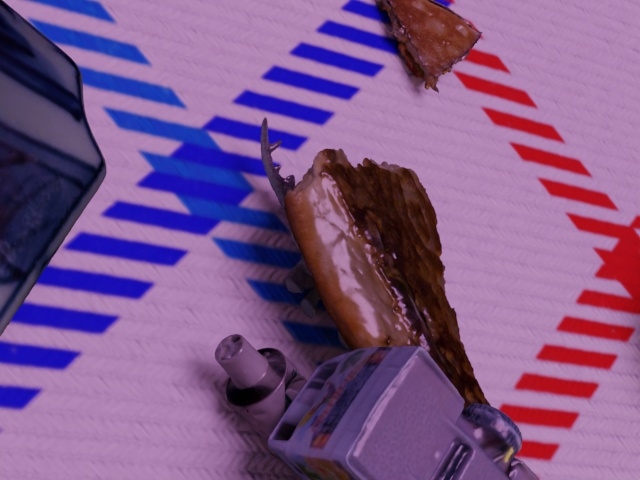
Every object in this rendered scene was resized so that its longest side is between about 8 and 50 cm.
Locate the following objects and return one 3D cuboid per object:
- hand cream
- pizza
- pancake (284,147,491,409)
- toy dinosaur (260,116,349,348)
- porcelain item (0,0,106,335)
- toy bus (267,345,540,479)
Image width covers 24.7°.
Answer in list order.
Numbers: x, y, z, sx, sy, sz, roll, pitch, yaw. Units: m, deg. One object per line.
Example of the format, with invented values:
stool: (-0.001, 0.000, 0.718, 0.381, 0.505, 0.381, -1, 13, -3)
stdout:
hand cream: (0.016, 0.147, 1.068, 0.257, 0.050, 0.084, 37, 52, -30)
pizza: (0.086, -0.186, 1.292, 0.099, 0.029, 0.100, 42, 47, -4)
pancake: (0.061, 0.032, 1.129, 0.266, 0.057, 0.244, 58, 22, -20)
toy dinosaur: (-0.002, 0.000, 1.123, 0.082, 0.039, 0.209, -40, 108, -50)
porcelain item: (-0.288, -0.049, 0.850, 0.281, 0.157, 0.286, 41, 49, -14)
toy bus: (0.110, 0.213, 1.017, 0.330, 0.136, 0.109, 48, 61, -23)
